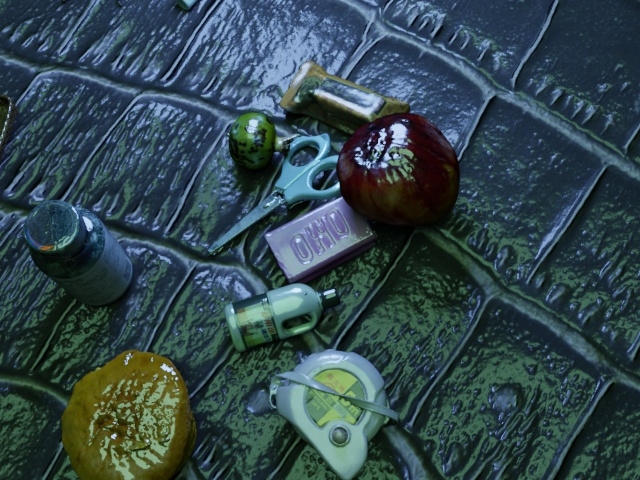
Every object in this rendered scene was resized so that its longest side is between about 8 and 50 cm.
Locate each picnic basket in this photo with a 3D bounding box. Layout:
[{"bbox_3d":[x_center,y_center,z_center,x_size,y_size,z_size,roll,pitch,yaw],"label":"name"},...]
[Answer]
[{"bbox_3d":[-0.736,-0.230,1.712,0.110,0.055,0.193,9,70,5],"label":"picnic basket"}]

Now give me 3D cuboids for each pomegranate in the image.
[{"bbox_3d":[-0.122,-0.209,1.649,0.162,0.122,0.122,4,70,-4],"label":"pomegranate"}]

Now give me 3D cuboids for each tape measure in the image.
[{"bbox_3d":[0.031,0.305,1.452,0.197,0.120,0.236,-43,79,-6],"label":"tape measure"}]

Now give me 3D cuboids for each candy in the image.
[{"bbox_3d":[0.044,-0.292,1.683,0.271,0.101,0.143,29,68,18],"label":"candy"}]

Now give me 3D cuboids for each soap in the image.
[{"bbox_3d":[0.000,0.000,1.594,0.203,0.065,0.122,-28,71,-8],"label":"soap"}]

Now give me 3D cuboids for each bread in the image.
[{"bbox_3d":[-0.352,0.342,1.446,0.269,0.145,0.268,-2,68,5],"label":"bread"}]

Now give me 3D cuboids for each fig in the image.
[{"bbox_3d":[0.161,-0.133,1.537,0.263,0.224,0.223,15,69,-19],"label":"fig"}]

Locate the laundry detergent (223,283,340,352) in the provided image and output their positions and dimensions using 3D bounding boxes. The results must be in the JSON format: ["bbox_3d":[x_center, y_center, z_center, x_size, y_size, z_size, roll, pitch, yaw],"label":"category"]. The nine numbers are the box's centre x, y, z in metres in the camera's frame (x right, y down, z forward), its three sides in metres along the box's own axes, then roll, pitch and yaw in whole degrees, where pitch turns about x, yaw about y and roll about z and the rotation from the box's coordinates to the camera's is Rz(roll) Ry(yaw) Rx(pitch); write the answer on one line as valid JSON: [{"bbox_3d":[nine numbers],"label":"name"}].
[{"bbox_3d":[-0.071,0.142,1.541,0.226,0.070,0.099,-17,85,-5],"label":"laundry detergent"}]

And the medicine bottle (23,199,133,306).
[{"bbox_3d":[-0.459,0.024,1.482,0.142,0.293,0.141,-1,70,2],"label":"medicine bottle"}]

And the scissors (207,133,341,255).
[{"bbox_3d":[-0.094,-0.083,1.637,0.360,0.029,0.191,-40,55,-4],"label":"scissors"}]

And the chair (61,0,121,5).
[{"bbox_3d":[-0.544,-0.666,1.809,0.149,0.174,0.213,0,81,6],"label":"chair"}]

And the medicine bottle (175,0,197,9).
[{"bbox_3d":[-0.300,-0.583,1.826,0.047,0.047,0.083,35,74,14],"label":"medicine bottle"}]
